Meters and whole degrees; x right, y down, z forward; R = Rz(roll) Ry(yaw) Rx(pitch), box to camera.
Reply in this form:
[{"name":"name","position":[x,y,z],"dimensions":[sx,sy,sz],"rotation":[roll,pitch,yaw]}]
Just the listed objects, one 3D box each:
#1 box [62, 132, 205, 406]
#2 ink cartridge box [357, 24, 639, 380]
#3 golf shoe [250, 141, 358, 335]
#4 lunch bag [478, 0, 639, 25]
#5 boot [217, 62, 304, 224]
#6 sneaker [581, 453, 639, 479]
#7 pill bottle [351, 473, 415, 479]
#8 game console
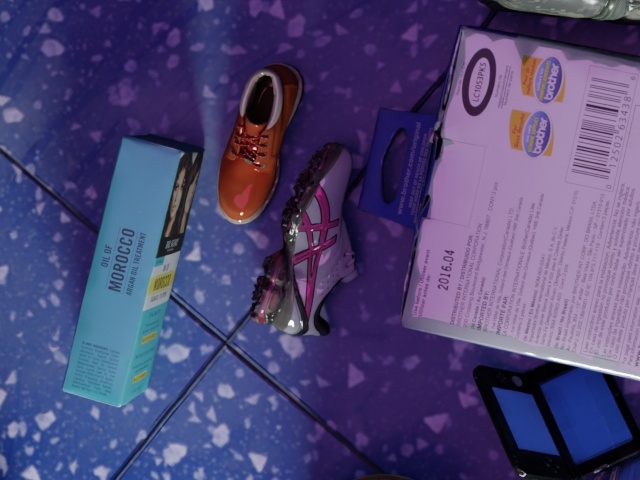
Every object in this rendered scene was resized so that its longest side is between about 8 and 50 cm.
[{"name":"box","position":[-0.173,0.025,1.495],"dimensions":[0.060,0.100,0.244],"rotation":[15,97,7]},{"name":"ink cartridge box","position":[0.229,-0.032,1.395],"dimensions":[0.395,0.151,0.270],"rotation":[12,95,8]},{"name":"golf shoe","position":[0.000,0.000,1.485],"dimensions":[0.086,0.067,0.186],"rotation":[19,104,-8]},{"name":"lunch bag","position":[0.284,-0.325,1.346],"dimensions":[0.256,0.212,0.305],"rotation":[8,96,-7]},{"name":"boot","position":[-0.064,-0.089,1.477],"dimensions":[0.059,0.084,0.158],"rotation":[18,98,7]},{"name":"sneaker","position":[0.251,0.231,1.435],"dimensions":[0.211,0.080,0.081],"rotation":[-43,78,21]},{"name":"pill bottle","position":[0.039,0.308,1.386],"dimensions":[0.162,0.278,0.162],"rotation":[1,95,10]},{"name":"game console","position":[0.210,0.149,1.424],"dimensions":[0.071,0.107,0.122],"rotation":[-50,43,31]}]
